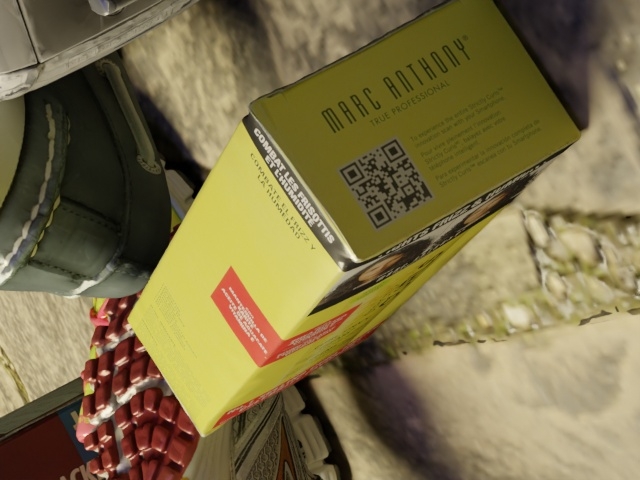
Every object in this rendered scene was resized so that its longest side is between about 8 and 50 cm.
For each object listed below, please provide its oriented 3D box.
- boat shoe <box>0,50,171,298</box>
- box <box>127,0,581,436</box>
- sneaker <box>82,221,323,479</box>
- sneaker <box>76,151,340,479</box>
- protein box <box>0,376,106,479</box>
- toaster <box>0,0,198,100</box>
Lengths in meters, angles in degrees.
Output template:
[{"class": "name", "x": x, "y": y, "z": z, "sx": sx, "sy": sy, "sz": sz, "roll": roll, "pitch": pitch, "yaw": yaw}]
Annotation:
[{"class": "boat shoe", "x": -0.139, "y": -0.065, "z": 0.844, "sx": 0.116, "sy": 0.099, "sz": 0.319, "roll": -61, "pitch": 27, "yaw": 16}, {"class": "box", "x": 0.000, "y": 0.000, "z": 0.657, "sx": 0.058, "sy": 0.087, "sz": 0.232, "roll": 58, "pitch": 158, "yaw": 7}, {"class": "sneaker", "x": -0.044, "y": 0.099, "z": 0.815, "sx": 0.088, "sy": 0.092, "sz": 0.225, "roll": 1, "pitch": 86, "yaw": 50}, {"class": "sneaker", "x": -0.075, "y": 0.048, "z": 0.874, "sx": 0.208, "sy": 0.094, "sz": 0.081, "roll": 61, "pitch": 161, "yaw": 3}, {"class": "protein box", "x": -0.091, "y": 0.167, "z": 1.002, "sx": 0.200, "sy": 0.136, "sz": 0.201, "roll": 62, "pitch": 159, "yaw": -2}, {"class": "toaster", "x": -0.128, "y": -0.151, "z": 0.699, "sx": 0.227, "sy": 0.129, "sz": 0.146, "roll": 37, "pitch": 151, "yaw": 48}]
